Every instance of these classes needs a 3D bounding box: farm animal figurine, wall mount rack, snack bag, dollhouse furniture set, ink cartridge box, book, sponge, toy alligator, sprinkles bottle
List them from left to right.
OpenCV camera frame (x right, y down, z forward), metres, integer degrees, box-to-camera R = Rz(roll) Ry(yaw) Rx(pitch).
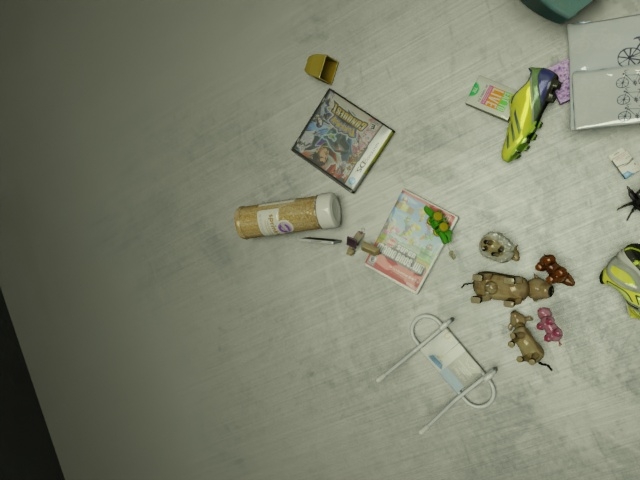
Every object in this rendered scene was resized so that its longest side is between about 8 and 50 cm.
[{"bbox_3d":[-0.112,-0.081,2.079,0.355,0.121,0.121,-7,88,21],"label":"sprinkles bottle"},{"bbox_3d":[0.154,0.014,2.023,0.114,0.081,0.091,25,142,20],"label":"dollhouse furniture set"},{"bbox_3d":[0.363,0.414,1.898,0.304,0.130,0.350,-44,75,15],"label":"wall mount rack"},{"bbox_3d":[0.386,-0.032,1.903,0.051,0.056,0.190,-25,80,-22],"label":"toy alligator"},{"bbox_3d":[0.534,-0.438,1.882,0.144,0.035,0.096,28,96,20],"label":"book"},{"bbox_3d":[0.588,0.171,1.803,0.326,0.172,0.330,25,107,31],"label":"farm animal figurine"},{"bbox_3d":[0.780,-0.494,1.786,0.210,0.031,0.117,-23,82,19],"label":"sponge"},{"bbox_3d":[0.873,-0.224,1.754,0.048,0.028,0.083,-35,78,17],"label":"ink cartridge box"},{"bbox_3d":[0.862,-0.482,1.695,0.323,0.037,0.343,-2,78,25],"label":"snack bag"}]

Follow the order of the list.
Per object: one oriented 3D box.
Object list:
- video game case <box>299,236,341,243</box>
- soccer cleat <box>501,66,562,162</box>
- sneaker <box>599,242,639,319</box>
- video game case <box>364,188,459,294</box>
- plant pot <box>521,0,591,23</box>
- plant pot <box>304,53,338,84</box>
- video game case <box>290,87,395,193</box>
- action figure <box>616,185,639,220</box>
[{"bbox_3d":[0.000,0.000,2.054,0.122,0.087,0.011,5,95,21],"label":"video game case"},{"bbox_3d":[0.603,-0.375,1.819,0.121,0.093,0.289,31,107,24],"label":"soccer cleat"},{"bbox_3d":[0.950,0.183,1.693,0.385,0.145,0.147,51,137,11],"label":"sneaker"},{"bbox_3d":[0.292,0.004,1.978,0.204,0.025,0.285,30,100,18],"label":"video game case"},{"bbox_3d":[0.677,-0.762,1.722,0.248,0.247,0.252,-37,95,17],"label":"plant pot"},{"bbox_3d":[-0.004,-0.582,2.059,0.083,0.081,0.081,22,98,31],"label":"plant pot"},{"bbox_3d":[0.071,-0.335,2.053,0.275,0.035,0.248,37,103,16],"label":"video game case"},{"bbox_3d":[0.961,-0.136,1.665,0.164,0.141,0.275,48,148,-13],"label":"action figure"}]
